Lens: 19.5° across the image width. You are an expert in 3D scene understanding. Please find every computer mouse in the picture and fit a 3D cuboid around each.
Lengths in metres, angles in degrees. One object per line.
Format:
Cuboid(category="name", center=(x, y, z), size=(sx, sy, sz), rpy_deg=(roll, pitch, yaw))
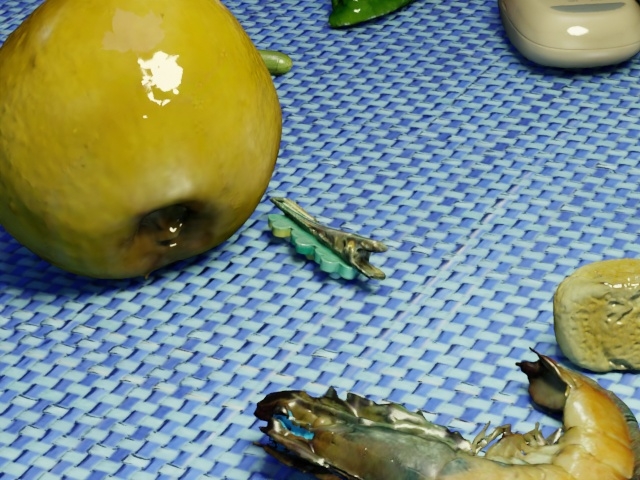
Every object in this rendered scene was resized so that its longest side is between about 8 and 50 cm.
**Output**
Cuboid(category="computer mouse", center=(0.269, -0.244, 2.006), size=(0.145, 0.082, 0.236), rpy_deg=(-5, 27, -6))

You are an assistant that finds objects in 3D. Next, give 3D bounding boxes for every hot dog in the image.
Cuboid(category="hot dog", center=(0.304, 0.055, 1.460), size=(0.242, 0.084, 0.073), rpy_deg=(0, 30, 8))

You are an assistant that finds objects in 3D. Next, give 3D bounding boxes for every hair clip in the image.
Cuboid(category="hair clip", center=(-0.001, 0.001, 1.629), size=(0.049, 0.049, 0.173), rpy_deg=(-19, 27, -27))

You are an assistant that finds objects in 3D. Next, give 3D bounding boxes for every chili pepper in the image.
Cuboid(category="chili pepper", center=(0.093, -0.317, 2.164), size=(0.100, 0.074, 0.257), rpy_deg=(15, 34, 29))

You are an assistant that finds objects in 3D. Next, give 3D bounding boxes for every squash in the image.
Cuboid(category="squash", center=(-0.070, -0.193, 2.002), size=(0.083, 0.027, 0.027), rpy_deg=(9, 31, 19))

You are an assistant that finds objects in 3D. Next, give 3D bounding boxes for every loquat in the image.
Cuboid(category="loquat", center=(-0.168, -0.111, 1.608), size=(0.274, 0.275, 0.275), rpy_deg=(-2, 29, 1))

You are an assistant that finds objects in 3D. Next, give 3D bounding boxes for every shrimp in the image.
Cuboid(category="shrimp", center=(0.101, 0.135, 1.359), size=(0.290, 0.054, 0.222), rpy_deg=(13, 34, 21))
